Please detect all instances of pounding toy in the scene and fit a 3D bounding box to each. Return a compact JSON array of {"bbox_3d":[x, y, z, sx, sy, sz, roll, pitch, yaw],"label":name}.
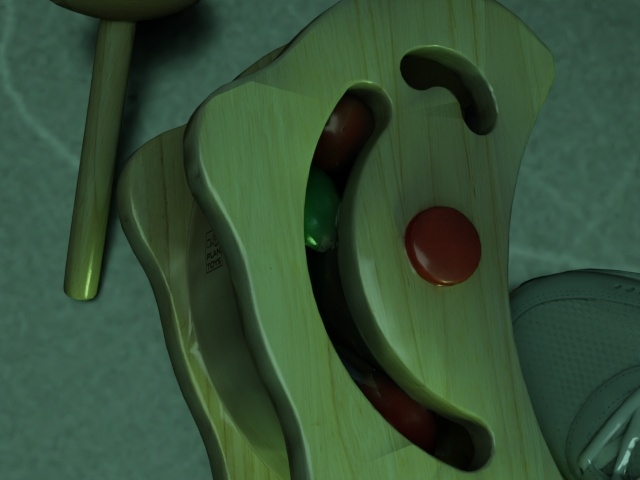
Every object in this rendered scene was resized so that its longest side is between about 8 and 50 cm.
[{"bbox_3d":[0.000,0.000,0.659,0.154,0.155,0.269,-16,85,-30],"label":"pounding toy"}]

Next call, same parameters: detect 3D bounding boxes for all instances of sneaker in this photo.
[{"bbox_3d":[0.146,0.098,0.594,0.262,0.121,0.099,44,109,29],"label":"sneaker"}]
